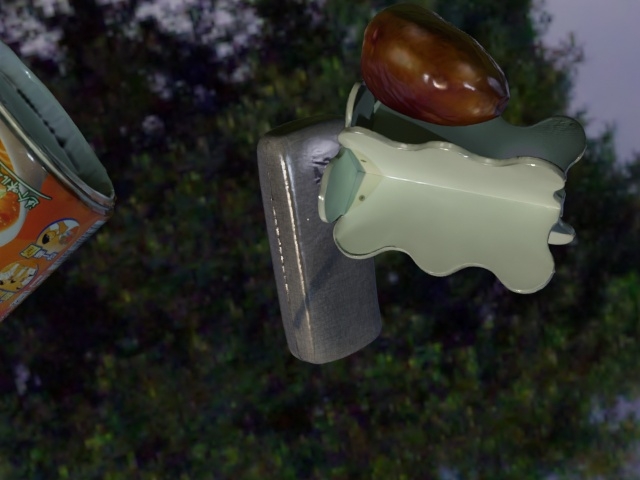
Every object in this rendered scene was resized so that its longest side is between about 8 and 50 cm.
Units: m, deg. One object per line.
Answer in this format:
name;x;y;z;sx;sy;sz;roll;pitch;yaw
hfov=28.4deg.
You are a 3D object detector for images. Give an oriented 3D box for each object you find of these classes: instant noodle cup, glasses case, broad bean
instant noodle cup;-0.329;-0.052;1.107;0.214;0.296;0.296;-38;-159;3
glasses case;0.000;0.000;1.654;0.131;0.323;0.074;-22;-157;-34
broad bean;0.086;-0.133;0.983;0.114;0.084;0.165;12;-165;-29

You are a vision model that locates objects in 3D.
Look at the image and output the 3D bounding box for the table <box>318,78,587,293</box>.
table;0.121;-0.046;1.099;0.198;0.166;0.166;12;-153;19
